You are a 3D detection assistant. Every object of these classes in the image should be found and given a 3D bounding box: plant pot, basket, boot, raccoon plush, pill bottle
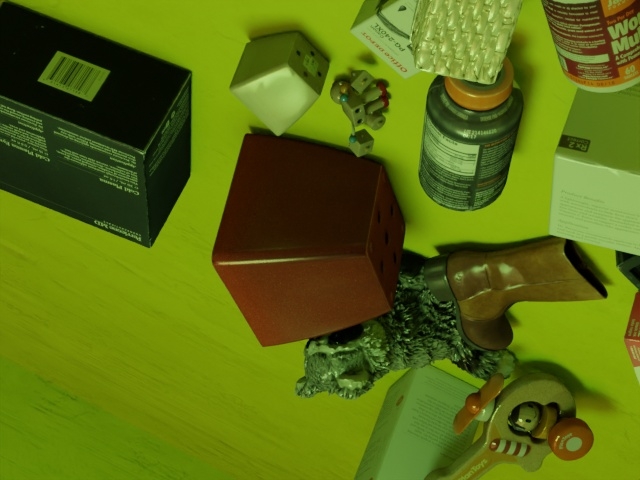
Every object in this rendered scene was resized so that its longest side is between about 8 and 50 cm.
[{"bbox_3d":[-0.051,-0.238,1.630,0.096,0.109,0.109,-24,127,38],"label":"plant pot"},{"bbox_3d":[0.000,0.000,1.843,0.236,0.267,0.267,-1,144,18],"label":"plant pot"},{"bbox_3d":[0.175,-0.277,1.313,0.113,0.103,0.167,10,127,-3],"label":"basket"},{"bbox_3d":[0.356,0.092,1.917,0.280,0.096,0.264,-11,129,36],"label":"boot"},{"bbox_3d":[0.165,0.223,2.021,0.446,0.299,0.216,31,150,-13],"label":"raccoon plush"},{"bbox_3d":[0.309,-0.281,1.263,0.121,0.121,0.221,6,146,30],"label":"pill bottle"},{"bbox_3d":[0.206,-0.156,1.539,0.130,0.130,0.245,18,150,11],"label":"pill bottle"}]

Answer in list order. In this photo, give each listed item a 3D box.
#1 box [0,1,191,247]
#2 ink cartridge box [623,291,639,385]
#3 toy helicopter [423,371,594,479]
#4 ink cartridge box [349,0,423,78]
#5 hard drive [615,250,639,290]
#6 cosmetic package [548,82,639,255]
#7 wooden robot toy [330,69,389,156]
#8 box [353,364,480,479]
[{"bbox_3d":[-0.407,-0.187,1.894,0.343,0.179,0.312,22,150,5],"label":"box"},{"bbox_3d":[0.628,0.177,1.803,0.237,0.100,0.172,5,146,31],"label":"ink cartridge box"},{"bbox_3d":[0.326,0.384,2.152,0.355,0.140,0.235,-43,116,11],"label":"toy helicopter"},{"bbox_3d":[0.128,-0.284,1.452,0.109,0.063,0.150,37,148,-22],"label":"ink cartridge box"},{"bbox_3d":[0.515,0.042,1.605,0.255,0.172,0.054,37,130,-24],"label":"hard drive"},{"bbox_3d":[0.392,-0.098,1.471,0.151,0.151,0.183,15,150,16],"label":"cosmetic package"},{"bbox_3d":[0.051,-0.208,1.660,0.079,0.076,0.173,50,166,33],"label":"wooden robot toy"},{"bbox_3d":[0.191,0.463,2.350,0.168,0.345,0.215,27,152,-4],"label":"box"}]
